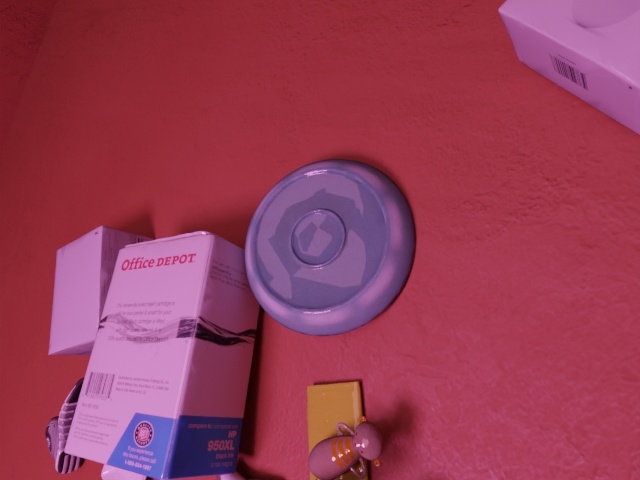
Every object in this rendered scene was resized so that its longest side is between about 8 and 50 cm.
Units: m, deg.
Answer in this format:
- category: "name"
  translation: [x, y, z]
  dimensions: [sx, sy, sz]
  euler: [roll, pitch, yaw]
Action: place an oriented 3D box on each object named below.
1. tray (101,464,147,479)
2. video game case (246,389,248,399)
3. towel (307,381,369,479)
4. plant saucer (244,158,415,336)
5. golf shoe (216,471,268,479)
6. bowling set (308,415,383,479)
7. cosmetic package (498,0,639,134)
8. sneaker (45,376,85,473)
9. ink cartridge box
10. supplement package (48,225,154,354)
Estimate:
- category: "tray"
  translation: [-0.389, 0.418, 0.972]
  dimensions: [0.145, 0.030, 0.271]
  euler: [16, 87, 38]
- category: "video game case"
  translation: [-0.212, 0.264, 0.898]
  dimensions: [0.166, 0.015, 0.119]
  euler: [-17, 68, 31]
- category: "towel"
  translation: [0.030, 0.348, 0.702]
  dimensions: [0.102, 0.021, 0.237]
  euler: [-14, 69, 27]
- category: "plant saucer"
  translation: [0.000, 0.000, 0.762]
  dimensions: [0.317, 0.043, 0.318]
  euler: [-6, 73, 20]
- category: "golf shoe"
  translation: [-0.104, 0.437, 0.752]
  dimensions: [0.186, 0.067, 0.086]
  euler: [24, 60, 42]
- category: "bowling set"
  translation: [0.015, 0.393, 0.550]
  dimensions: [0.154, 0.199, 0.287]
  euler: [-46, 57, 40]
- category: "cosmetic package"
  translation: [0.395, -0.292, 0.545]
  dimensions: [0.225, 0.138, 0.224]
  euler: [-47, 55, 17]
- category: "sneaker"
  translation: [-0.627, 0.437, 1.103]
  dimensions: [0.132, 0.086, 0.229]
  euler: [9, 83, 39]
- category: "ink cartridge box"
  translation: [-0.280, 0.205, 0.845]
  dimensions: [0.285, 0.166, 0.395]
  euler: [-7, 66, 33]
- category: "supplement package"
  translation: [-0.521, 0.130, 1.075]
  dimensions: [0.204, 0.145, 0.262]
  euler: [-20, 66, 30]
